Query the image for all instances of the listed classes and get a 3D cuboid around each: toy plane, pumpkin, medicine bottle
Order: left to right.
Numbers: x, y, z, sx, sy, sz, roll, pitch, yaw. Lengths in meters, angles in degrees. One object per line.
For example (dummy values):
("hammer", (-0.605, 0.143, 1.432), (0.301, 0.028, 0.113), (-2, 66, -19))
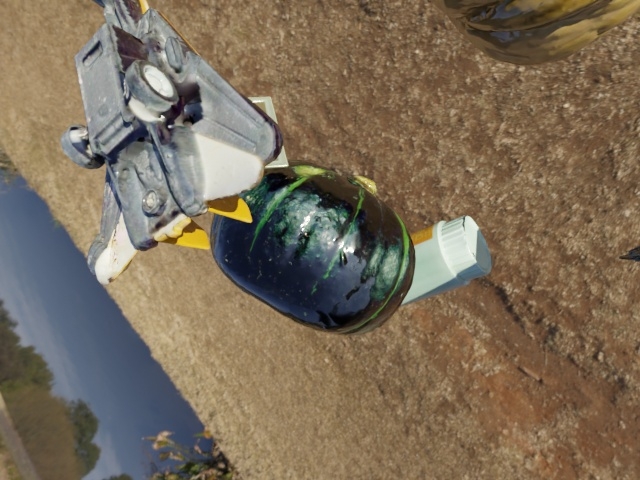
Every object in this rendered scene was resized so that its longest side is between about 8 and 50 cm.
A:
("toy plane", (-0.154, -0.142, 0.365), (0.204, 0.103, 0.317), (-29, 76, 23))
("pumpkin", (0.000, 0.000, 0.679), (0.315, 0.315, 0.239), (29, 88, 33))
("medicine bottle", (0.230, 0.062, 1.059), (0.317, 0.158, 0.158), (-25, 89, 35))

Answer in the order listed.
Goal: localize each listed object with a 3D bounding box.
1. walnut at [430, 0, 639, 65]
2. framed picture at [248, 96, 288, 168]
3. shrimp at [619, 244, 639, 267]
("walnut", (0.207, -0.312, 0.400), (0.285, 0.296, 0.286), (-16, 65, 38))
("framed picture", (-0.144, -0.138, 0.582), (0.011, 0.182, 0.142), (102, 158, -53))
("shrimp", (0.967, 0.065, 1.208), (0.296, 0.058, 0.169), (145, 133, -66))
